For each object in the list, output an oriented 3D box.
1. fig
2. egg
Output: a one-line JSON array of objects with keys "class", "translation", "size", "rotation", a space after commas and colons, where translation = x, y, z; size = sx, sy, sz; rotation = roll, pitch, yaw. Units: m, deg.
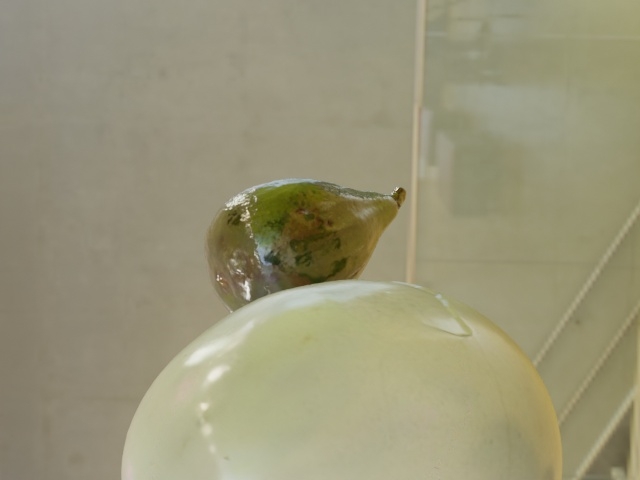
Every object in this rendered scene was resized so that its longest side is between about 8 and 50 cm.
[{"class": "fig", "translation": [0.000, 0.000, 0.926], "size": [0.117, 0.177, 0.117], "rotation": [163, 90, -70]}, {"class": "egg", "translation": [0.011, 0.091, 0.497], "size": [0.209, 0.151, 0.151], "rotation": [8, -99, -48]}]
